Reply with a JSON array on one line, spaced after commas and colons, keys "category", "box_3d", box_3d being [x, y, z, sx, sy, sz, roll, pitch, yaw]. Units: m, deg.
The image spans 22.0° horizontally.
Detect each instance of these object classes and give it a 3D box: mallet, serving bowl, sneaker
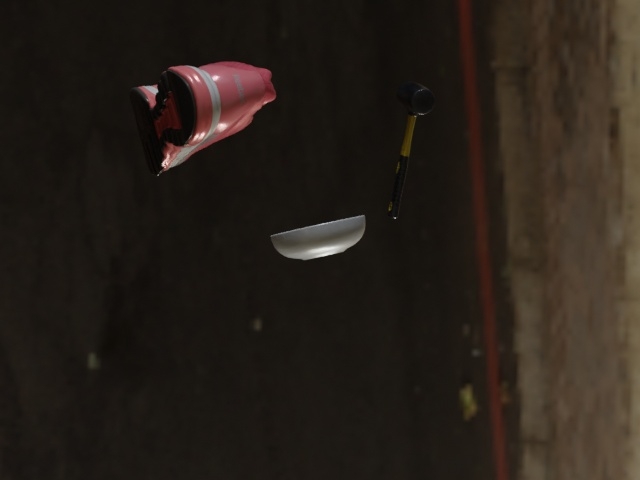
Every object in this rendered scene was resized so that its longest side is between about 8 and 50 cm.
[{"category": "mallet", "box_3d": [0.120, -0.122, 2.255, 0.062, 0.039, 0.189, -158, -105, -69]}, {"category": "serving bowl", "box_3d": [0.000, 0.000, 1.418, 0.083, 0.083, 0.027, -12, 90, -72]}, {"category": "sneaker", "box_3d": [-0.143, -0.154, 2.038, 0.314, 0.136, 0.115, 172, -96, -70]}]
